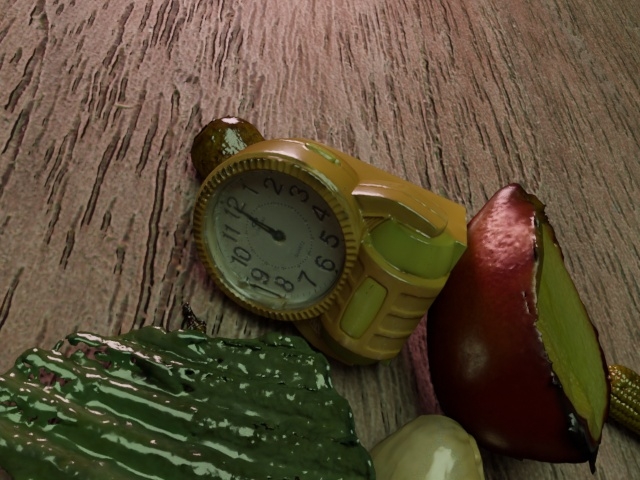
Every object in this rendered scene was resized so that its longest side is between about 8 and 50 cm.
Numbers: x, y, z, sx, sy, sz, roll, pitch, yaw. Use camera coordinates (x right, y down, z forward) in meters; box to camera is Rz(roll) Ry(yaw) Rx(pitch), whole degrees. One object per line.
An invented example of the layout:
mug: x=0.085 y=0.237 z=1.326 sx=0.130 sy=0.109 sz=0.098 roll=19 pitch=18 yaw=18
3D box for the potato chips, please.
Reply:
potato chips: x=-0.140 y=0.245 z=0.664 sx=0.390 sy=0.097 sz=0.372 roll=-1 pitch=60 yaw=-19

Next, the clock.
clock: x=0.000 y=0.000 z=0.843 sx=0.317 sy=0.244 sz=0.200 roll=28 pitch=27 yaw=3

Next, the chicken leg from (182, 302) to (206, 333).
chicken leg: x=-0.160 y=0.115 z=0.813 sx=0.036 sy=0.021 sz=0.083 roll=5 pitch=51 yaw=-3

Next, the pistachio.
pistachio: x=0.109 y=0.295 z=0.745 sx=0.145 sy=0.117 sz=0.200 roll=15 pitch=62 yaw=40

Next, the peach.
peach: x=0.231 y=0.114 z=0.852 sx=0.258 sy=0.201 sz=0.361 roll=8 pitch=68 yaw=-56

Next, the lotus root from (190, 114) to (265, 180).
lotus root: x=-0.106 y=-0.100 z=0.959 sx=0.108 sy=0.094 sz=0.190 roll=-44 pitch=84 yaw=-6

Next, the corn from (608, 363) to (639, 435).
corn: x=0.509 y=0.273 z=0.975 sx=0.231 sy=0.080 sz=0.080 roll=37 pitch=48 yaw=2
